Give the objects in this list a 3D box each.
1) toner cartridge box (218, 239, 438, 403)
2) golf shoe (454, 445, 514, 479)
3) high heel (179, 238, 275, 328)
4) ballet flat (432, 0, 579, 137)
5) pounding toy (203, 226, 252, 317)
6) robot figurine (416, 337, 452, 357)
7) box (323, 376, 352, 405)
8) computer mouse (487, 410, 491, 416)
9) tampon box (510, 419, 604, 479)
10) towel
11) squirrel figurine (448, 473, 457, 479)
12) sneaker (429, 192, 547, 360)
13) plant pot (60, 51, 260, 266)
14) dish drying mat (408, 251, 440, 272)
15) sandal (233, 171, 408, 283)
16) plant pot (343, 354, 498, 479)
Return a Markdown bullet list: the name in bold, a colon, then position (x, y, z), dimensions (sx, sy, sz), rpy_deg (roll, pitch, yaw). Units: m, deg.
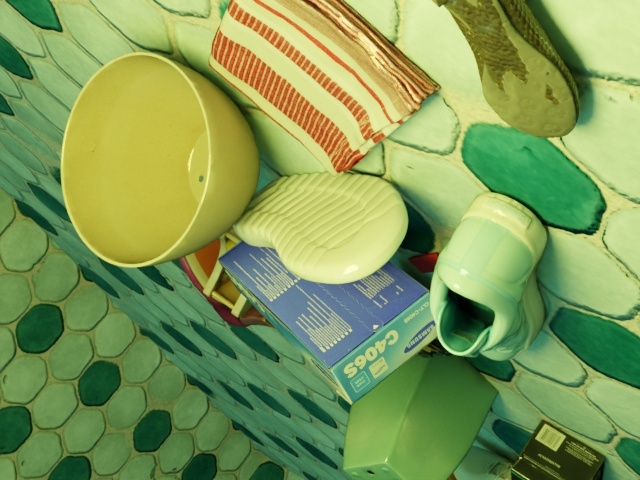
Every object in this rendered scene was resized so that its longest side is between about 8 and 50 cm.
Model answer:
- **toner cartridge box**: position (0.006, 0.070, 1.412), dimensions (0.348, 0.165, 0.075), rpy_deg (39, 164, 52)
- **golf shoe**: position (0.383, 0.463, 1.906), dimensions (0.306, 0.115, 0.140), rpy_deg (31, 139, 25)
- **high heel**: position (-0.224, 0.074, 2.027), dimensions (0.181, 0.127, 0.377), rpy_deg (10, 152, 35)
- **ballet flat**: position (0.154, -0.179, 0.865), dimensions (0.084, 0.058, 0.250), rpy_deg (-11, 138, 38)
- **pounding toy**: position (-0.154, 0.021, 1.743), dimensions (0.155, 0.154, 0.269), rpy_deg (34, 161, 11)
- **robot figurine**: position (0.087, 0.105, 1.568), dimensions (0.211, 0.085, 0.291), rpy_deg (32, 166, -27)
- **box**: position (0.121, 0.295, 1.924), dimensions (0.203, 0.103, 0.114), rpy_deg (43, 176, -13)
- **computer mouse**: position (0.215, 0.264, 1.808), dimensions (0.193, 0.042, 0.106), rpy_deg (34, 160, 13)
- **tampon box**: position (0.392, 0.393, 1.686), dimensions (0.120, 0.101, 0.161), rpy_deg (30, 161, 25)
- **towel**: position (-0.018, -0.191, 1.174), dimensions (0.237, 0.037, 0.329), rpy_deg (41, 162, -5)
- **squirrel figurine**: position (0.365, 0.612, 2.114), dimensions (0.370, 0.281, 0.397), rpy_deg (47, 148, 5)
- **sneaker**: position (0.188, 0.085, 1.260), dimensions (0.135, 0.150, 0.366), rpy_deg (30, 160, 26)
- **plant pot**: position (-0.195, -0.104, 1.414), dimensions (0.284, 0.284, 0.191), rpy_deg (25, -167, 34)
- **dish drying mat**: position (0.153, 0.031, 1.424), dimensions (0.032, 0.008, 0.083), rpy_deg (43, 162, -12)
- **sandal**: position (0.012, -0.010, 1.356), dimensions (0.102, 0.169, 0.416), rpy_deg (53, 170, -23)
- **plant pot**: position (0.147, 0.303, 1.657), dimensions (0.166, 0.234, 0.165), rpy_deg (44, 142, -20)
